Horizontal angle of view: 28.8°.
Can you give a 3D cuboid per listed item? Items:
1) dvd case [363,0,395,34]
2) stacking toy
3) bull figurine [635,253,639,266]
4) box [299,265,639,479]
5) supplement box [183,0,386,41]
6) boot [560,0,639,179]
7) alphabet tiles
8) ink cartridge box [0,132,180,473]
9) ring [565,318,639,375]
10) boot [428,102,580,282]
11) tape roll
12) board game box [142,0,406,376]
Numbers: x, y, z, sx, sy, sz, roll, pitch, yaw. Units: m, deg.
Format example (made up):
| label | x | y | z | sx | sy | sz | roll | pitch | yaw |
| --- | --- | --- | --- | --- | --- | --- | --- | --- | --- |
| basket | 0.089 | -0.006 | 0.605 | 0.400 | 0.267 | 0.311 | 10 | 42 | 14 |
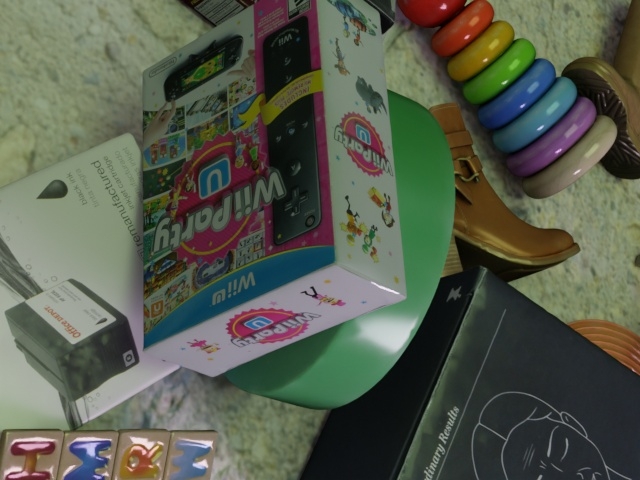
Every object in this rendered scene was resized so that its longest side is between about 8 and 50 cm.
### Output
| label | x | y | z | sx | sy | sz | roll | pitch | yaw |
| --- | --- | --- | --- | --- | --- | --- | --- | --- | --- |
| dvd case | 0.016 | -0.355 | 1.436 | 0.179 | 0.029 | 0.239 | 35 | 32 | -22 |
| stacking toy | 0.213 | -0.212 | 1.544 | 0.330 | 0.141 | 0.141 | 47 | 57 | -7 |
| bull figurine | 0.547 | 0.006 | 1.719 | 0.188 | 0.101 | 0.310 | 31 | 63 | -22 |
| box | 0.212 | 0.264 | 1.332 | 0.395 | 0.212 | 0.294 | 35 | 66 | -18 |
| supplement box | -0.042 | -0.270 | 1.410 | 0.239 | 0.073 | 0.130 | 37 | 59 | -22 |
| boot | 0.416 | -0.252 | 1.688 | 0.236 | 0.089 | 0.270 | 52 | 52 | -46 |
| alphabet tiles | -0.203 | 0.307 | 1.104 | 0.342 | 0.011 | 0.285 | 8 | 94 | -44 |
| ink cartridge box | -0.269 | 0.067 | 1.134 | 0.307 | 0.129 | 0.223 | -30 | 95 | -36 |
| ring | 0.354 | 0.267 | 1.566 | 0.336 | 0.032 | 0.337 | 10 | 72 | -32 |
| boot | 0.180 | -0.055 | 1.500 | 0.283 | 0.109 | 0.220 | -8 | 78 | -28 |
| tape roll | 0.000 | 0.000 | 1.216 | 0.077 | 0.321 | 0.321 | 18 | 68 | -30 |
| board game box | -0.050 | -0.059 | 1.112 | 0.097 | 0.224 | 0.303 | 27 | 48 | -44 |
